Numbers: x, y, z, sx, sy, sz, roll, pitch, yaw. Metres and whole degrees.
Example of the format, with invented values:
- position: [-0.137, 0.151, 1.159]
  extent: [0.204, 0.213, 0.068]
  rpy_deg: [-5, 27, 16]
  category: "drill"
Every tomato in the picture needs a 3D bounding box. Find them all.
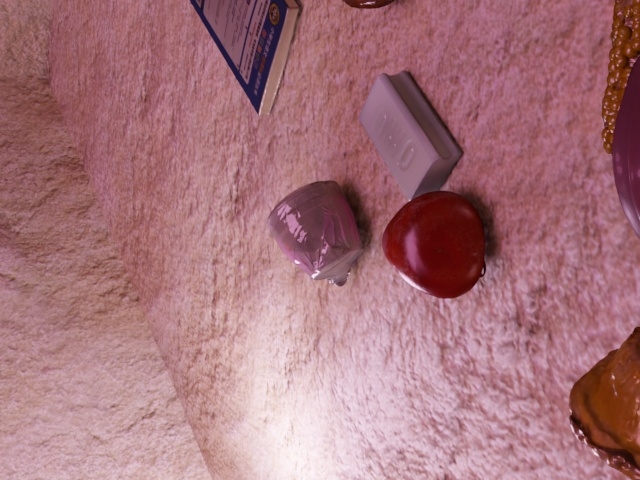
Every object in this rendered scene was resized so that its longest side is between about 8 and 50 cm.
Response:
- position: [0.182, 0.012, 1.502]
  extent: [0.187, 0.151, 0.187]
  rpy_deg: [41, 140, 47]
  category: "tomato"

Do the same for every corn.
- position: [0.387, -0.238, 1.096]
  extent: [0.097, 0.097, 0.320]
  rpy_deg: [27, 121, 55]
  category: "corn"

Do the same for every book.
- position: [-0.181, -0.527, 2.051]
  extent: [0.428, 0.039, 0.300]
  rpy_deg: [60, 147, 30]
  category: "book"

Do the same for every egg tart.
- position: [0.411, 0.162, 1.004]
  extent: [0.288, 0.288, 0.118]
  rpy_deg: [30, 137, 54]
  category: "egg tart"

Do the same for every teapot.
- position: [-0.011, 0.003, 1.830]
  extent: [0.178, 0.163, 0.221]
  rpy_deg: [60, 147, 16]
  category: "teapot"

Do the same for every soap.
- position: [0.149, -0.178, 1.570]
  extent: [0.198, 0.066, 0.119]
  rpy_deg: [61, 146, 28]
  category: "soap"

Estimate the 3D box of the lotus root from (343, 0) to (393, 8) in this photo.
- position: [0.086, -0.451, 1.534]
  extent: [0.081, 0.112, 0.122]
  rpy_deg: [8, 140, 50]
  category: "lotus root"

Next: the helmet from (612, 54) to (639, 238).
- position: [0.416, -0.082, 0.940]
  extent: [0.271, 0.197, 0.338]
  rpy_deg: [-9, 72, 62]
  category: "helmet"
